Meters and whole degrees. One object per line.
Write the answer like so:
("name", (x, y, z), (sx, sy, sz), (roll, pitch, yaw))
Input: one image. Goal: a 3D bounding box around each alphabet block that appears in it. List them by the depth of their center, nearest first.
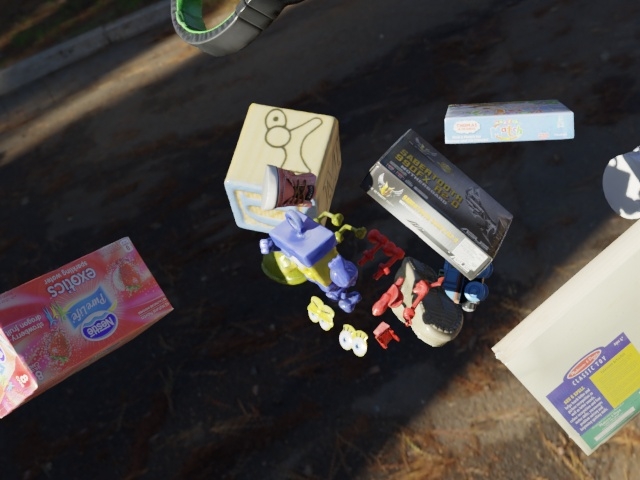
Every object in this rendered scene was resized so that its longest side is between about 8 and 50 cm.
("alphabet block", (-0.071, -0.137, 1.844), (0.192, 0.193, 0.197), (12, 64, 8))

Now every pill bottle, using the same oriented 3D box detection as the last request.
("pill bottle", (0.750, -0.140, 1.904), (0.283, 0.161, 0.161), (-15, 25, -27))

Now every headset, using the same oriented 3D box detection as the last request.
("headset", (-0.092, -0.436, 1.208), (0.394, 0.185, 0.243), (-46, 46, 24))

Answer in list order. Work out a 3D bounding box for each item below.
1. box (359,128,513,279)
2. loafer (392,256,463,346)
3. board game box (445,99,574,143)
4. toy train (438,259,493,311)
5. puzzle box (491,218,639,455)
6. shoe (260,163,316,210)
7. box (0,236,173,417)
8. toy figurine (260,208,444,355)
("box", (0.191, -0.062, 1.438), (0.056, 0.231, 0.183), (-50, -2, 32))
("loafer", (0.190, 0.127, 1.669), (0.092, 0.102, 0.268), (-61, 14, 20))
("board game box", (0.252, -0.164, 1.227), (0.160, 0.039, 0.211), (-1, 14, 9))
("toy train", (0.300, 0.051, 1.854), (0.105, 0.184, 0.080), (12, 0, 18))
("puzzle box", (0.487, 0.118, 1.370), (0.409, 0.272, 0.052), (-41, 31, 4))
("shoe", (-0.045, -0.078, 1.348), (0.081, 0.063, 0.178), (9, 11, -6))
("box", (-0.404, 0.132, 1.432), (0.142, 0.154, 0.300), (-34, -3, 39))
("toy figurine", (0.000, 0.000, 1.466), (0.191, 0.217, 0.362), (-44, 41, -9))
